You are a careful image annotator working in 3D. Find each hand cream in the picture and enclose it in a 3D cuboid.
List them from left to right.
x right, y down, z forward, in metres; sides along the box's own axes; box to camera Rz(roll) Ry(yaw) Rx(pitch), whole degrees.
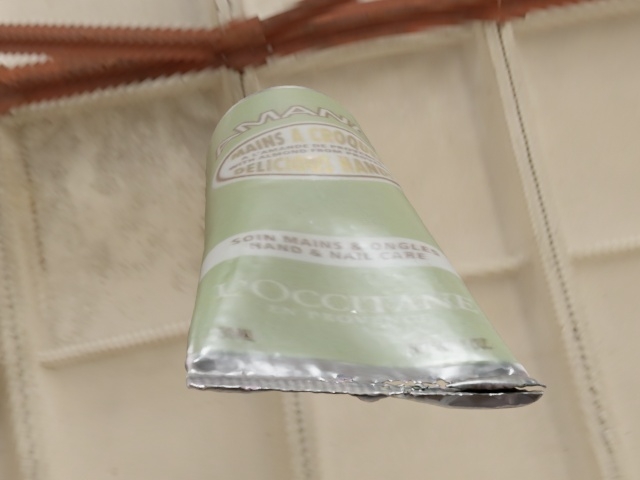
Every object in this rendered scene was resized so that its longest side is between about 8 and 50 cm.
[{"bbox_3d":[0.000,0.000,0.539,0.086,0.235,0.055,1,-73,-6],"label":"hand cream"}]
